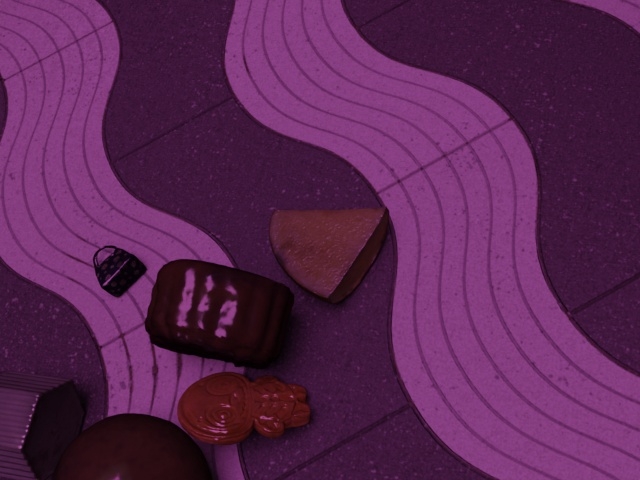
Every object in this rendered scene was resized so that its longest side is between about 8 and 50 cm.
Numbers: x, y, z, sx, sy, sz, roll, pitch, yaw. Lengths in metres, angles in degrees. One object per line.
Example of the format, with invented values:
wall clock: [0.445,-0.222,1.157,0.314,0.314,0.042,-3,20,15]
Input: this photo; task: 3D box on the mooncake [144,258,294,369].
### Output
mooncake: [-0.227,0.171,1.500,0.324,0.324,0.187,8,72,16]

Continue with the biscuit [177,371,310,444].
biscuit: [-0.166,0.362,1.485,0.289,0.044,0.202,0,31,-4]

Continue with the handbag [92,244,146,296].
handbag: [-0.541,0.061,1.753,0.139,0.072,0.115,38,81,28]

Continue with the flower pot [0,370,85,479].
flower pot: [-0.681,0.420,1.546,0.190,0.239,0.209,3,35,15]

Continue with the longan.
longan: [-0.388,0.541,1.383,0.361,0.361,0.360,-5,66,10]

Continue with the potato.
potato: [0.000,0.000,1.641,0.255,0.112,0.269,27,72,25]
